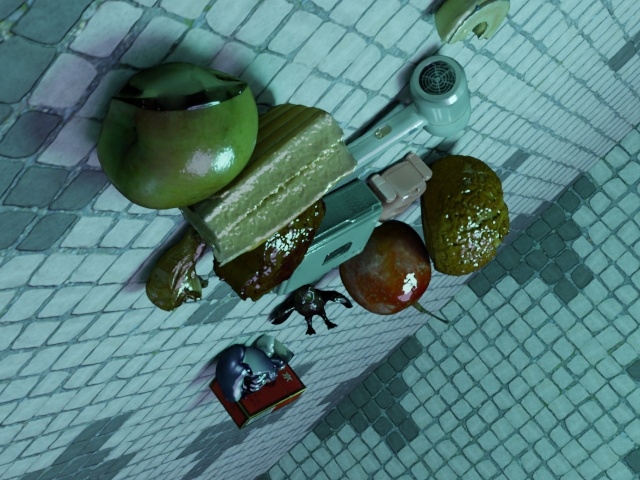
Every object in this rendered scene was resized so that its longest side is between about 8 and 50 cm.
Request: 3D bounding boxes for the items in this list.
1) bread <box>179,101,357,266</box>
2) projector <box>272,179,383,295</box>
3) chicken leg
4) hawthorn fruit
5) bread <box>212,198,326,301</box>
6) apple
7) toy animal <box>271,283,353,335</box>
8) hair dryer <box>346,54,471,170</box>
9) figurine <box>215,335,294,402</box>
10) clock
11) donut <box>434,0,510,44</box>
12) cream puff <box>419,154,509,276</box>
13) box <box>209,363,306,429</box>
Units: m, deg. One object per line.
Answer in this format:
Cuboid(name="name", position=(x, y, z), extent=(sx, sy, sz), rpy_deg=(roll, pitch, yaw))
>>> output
Cuboid(name="bread", position=(-0.097, -0.090, 1.316), extent=(0.246, 0.111, 0.239), rpy_deg=(-38, -159, -9))
Cuboid(name="projector", position=(0.000, 0.000, 1.923), extent=(0.256, 0.099, 0.192), rpy_deg=(-29, 161, -29))
Cuboid(name="chicken leg", position=(-0.232, 0.042, 1.578), extent=(0.208, 0.101, 0.085), rpy_deg=(-58, -173, 24))
Cuboid(name="hawthorn fruit", position=(0.161, 0.080, 2.253), extent=(0.234, 0.263, 0.231), rpy_deg=(-17, 146, 18))
Cuboid(name="bread", position=(-0.094, 0.001, 1.616), extent=(0.232, 0.135, 0.247), rpy_deg=(-51, 170, -29))
Cuboid(name="apple", position=(-0.174, -0.133, 1.148), extent=(0.207, 0.174, 0.188), rpy_deg=(-33, 168, 39))
Cuboid(name="toy animal", position=(-0.032, 0.155, 2.295), extent=(0.218, 0.116, 0.180), rpy_deg=(-13, 133, 3))
Cuboid(name="hair dryer", position=(0.125, -0.202, 1.712), extent=(0.357, 0.108, 0.173), rpy_deg=(-34, 160, 3))
Cuboid(name="figurine", position=(-0.178, 0.322, 2.320), extent=(0.222, 0.145, 0.145), rpy_deg=(-34, 164, -48))
Cuboid(name="clock", position=(0.168, -0.101, 2.036), extent=(0.165, 0.093, 0.162), rpy_deg=(-32, 164, -25))
Cuboid(name="donut", position=(0.265, -0.396, 1.547), extent=(0.166, 0.065, 0.108), rpy_deg=(-17, 151, -49))
Cuboid(name="cream puff", position=(0.345, -0.062, 2.149), extent=(0.212, 0.303, 0.303), rpy_deg=(-6, 165, 8))
Cuboid(name="box", position=(-0.170, 0.404, 2.476), extent=(0.239, 0.153, 0.074), rpy_deg=(-18, 149, -49))
